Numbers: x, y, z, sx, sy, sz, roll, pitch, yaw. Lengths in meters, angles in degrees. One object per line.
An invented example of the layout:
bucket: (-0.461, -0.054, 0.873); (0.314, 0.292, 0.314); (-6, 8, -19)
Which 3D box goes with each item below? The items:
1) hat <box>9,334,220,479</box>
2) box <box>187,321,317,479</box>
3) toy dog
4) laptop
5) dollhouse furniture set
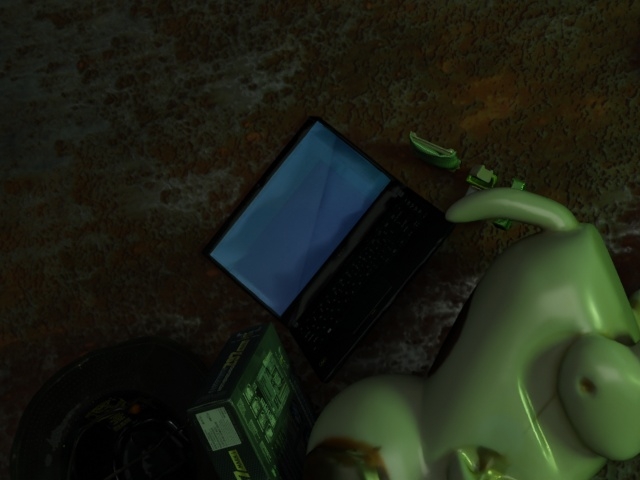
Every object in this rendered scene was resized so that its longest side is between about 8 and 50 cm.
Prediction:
hat: (-0.212, 0.288, 1.349); (0.331, 0.134, 0.331); (-8, 63, 17)
box: (-0.053, 0.233, 1.246); (0.059, 0.183, 0.233); (-18, 108, 19)
toy dog: (0.172, 0.188, 1.174); (0.408, 0.284, 0.395); (-35, 100, 16)
laptop: (0.000, 0.000, 1.328); (0.136, 0.264, 0.234); (37, 94, -21)
dollhouse furniture set: (0.163, -0.069, 1.327); (0.151, 0.076, 0.058); (25, 89, 15)
